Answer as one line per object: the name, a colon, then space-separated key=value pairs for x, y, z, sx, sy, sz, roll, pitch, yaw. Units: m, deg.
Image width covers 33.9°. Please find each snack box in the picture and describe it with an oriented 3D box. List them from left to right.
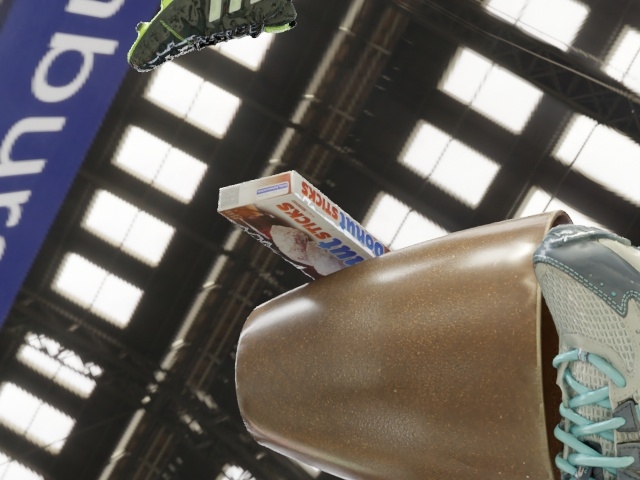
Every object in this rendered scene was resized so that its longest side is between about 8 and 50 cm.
snack box: x=0.000 y=0.000 z=0.793 sx=0.064 sy=0.178 sz=0.022 roll=-13 pitch=-119 yaw=29

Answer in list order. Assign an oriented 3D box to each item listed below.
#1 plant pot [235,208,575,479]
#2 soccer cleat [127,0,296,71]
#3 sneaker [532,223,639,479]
plant pot: x=0.064 y=0.093 z=0.747 sx=0.230 sy=0.215 sz=0.215 roll=-4 pitch=-84 yaw=22
soccer cleat: x=-0.062 y=-0.174 z=0.783 sx=0.179 sy=0.060 sz=0.072 roll=-38 pitch=-89 yaw=-2
sneaker: x=0.183 y=0.124 z=0.588 sx=0.122 sy=0.110 sz=0.283 roll=-34 pitch=-75 yaw=-13
